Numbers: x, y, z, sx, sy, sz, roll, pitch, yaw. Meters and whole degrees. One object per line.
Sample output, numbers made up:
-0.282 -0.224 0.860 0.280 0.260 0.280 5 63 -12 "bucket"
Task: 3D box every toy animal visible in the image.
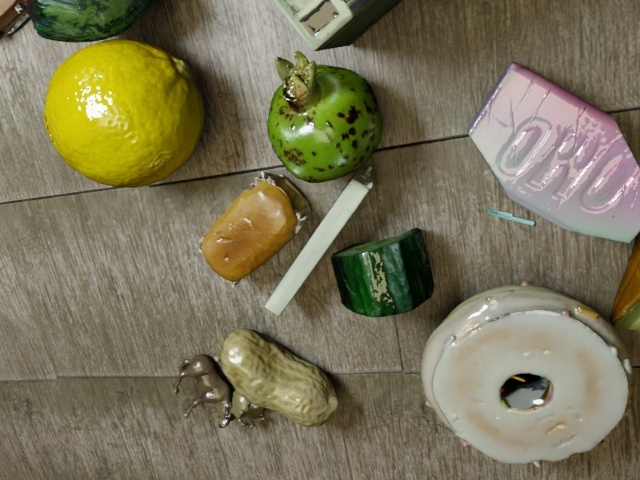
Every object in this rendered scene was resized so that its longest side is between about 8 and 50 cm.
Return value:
-0.248 0.370 1.269 0.186 0.094 0.214 -24 94 14 "toy animal"

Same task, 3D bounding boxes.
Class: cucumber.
0.114 0.062 1.012 0.191 0.191 0.130 -11 98 19 "cucumber"

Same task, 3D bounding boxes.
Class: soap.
0.407 -0.137 0.893 0.324 0.109 0.193 31 115 2 "soap"

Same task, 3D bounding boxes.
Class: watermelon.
-0.398 -0.437 0.904 0.224 0.305 0.180 -20 135 18 "watermelon"

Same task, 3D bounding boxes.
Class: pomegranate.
-0.005 -0.215 0.910 0.211 0.263 0.211 -9 67 23 "pomegranate"

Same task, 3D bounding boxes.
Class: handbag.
-0.671 -0.507 1.075 0.193 0.072 0.151 -30 99 21 "handbag"

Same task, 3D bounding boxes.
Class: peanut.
-0.099 0.313 1.185 0.291 0.143 0.159 31 148 -3 "peanut"

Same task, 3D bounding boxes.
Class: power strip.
0.000 0.000 1.056 0.043 0.106 0.367 34 114 -3 "power strip"

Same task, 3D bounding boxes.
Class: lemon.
-0.359 -0.232 0.981 0.293 0.293 0.293 5 111 14 "lemon"

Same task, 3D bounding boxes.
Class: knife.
0.358 -0.045 0.995 0.091 0.005 0.014 15 114 10 "knife"

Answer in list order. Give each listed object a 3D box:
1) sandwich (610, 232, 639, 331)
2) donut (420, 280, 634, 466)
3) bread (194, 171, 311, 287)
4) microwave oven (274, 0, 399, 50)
0.616 0.070 0.963 0.117 0.144 0.187 11 148 12 "sandwich"
0.389 0.254 1.021 0.383 0.142 0.382 6 111 14 "donut"
-0.139 -0.021 1.088 0.241 0.107 0.136 -42 92 24 "bread"
0.092 -0.489 0.727 0.394 0.333 0.247 -34 101 23 "microwave oven"
